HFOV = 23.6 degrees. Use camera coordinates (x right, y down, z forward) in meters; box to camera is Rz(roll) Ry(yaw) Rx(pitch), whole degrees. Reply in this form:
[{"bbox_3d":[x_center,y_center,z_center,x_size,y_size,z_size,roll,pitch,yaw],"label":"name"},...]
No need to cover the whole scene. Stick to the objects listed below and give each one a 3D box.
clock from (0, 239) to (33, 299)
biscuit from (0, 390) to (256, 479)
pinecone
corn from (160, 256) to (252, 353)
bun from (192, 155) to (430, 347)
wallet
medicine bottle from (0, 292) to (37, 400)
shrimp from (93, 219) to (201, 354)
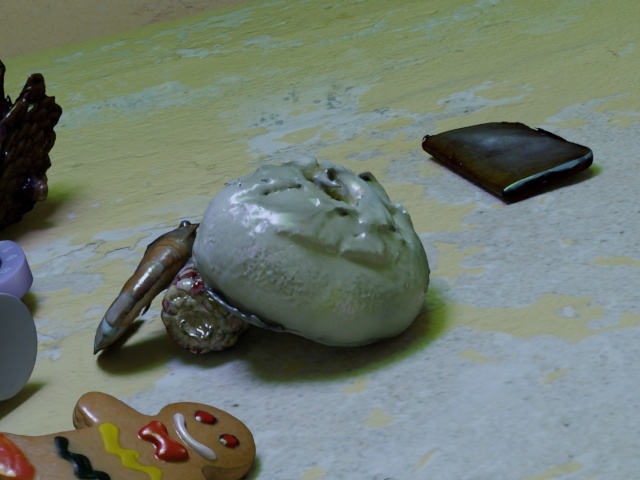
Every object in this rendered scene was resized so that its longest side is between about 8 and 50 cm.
[{"bbox_3d":[-0.410,0.059,1.766,0.198,0.064,0.172,1,24,34],"label":"clock"},{"bbox_3d":[-0.147,0.173,1.205,0.250,0.036,0.165,-11,42,-48],"label":"biscuit"},{"bbox_3d":[-0.491,-0.123,2.058,0.296,0.242,0.298,0,29,28],"label":"pinecone"},{"bbox_3d":[-0.092,0.036,1.600,0.092,0.092,0.280,-8,17,15],"label":"corn"},{"bbox_3d":[0.000,0.000,1.472,0.239,0.141,0.239,18,26,-9],"label":"bun"},{"bbox_3d":[0.231,-0.104,1.863,0.137,0.031,0.255,-17,20,-13],"label":"wallet"},{"bbox_3d":[-0.415,0.105,1.545,0.250,0.131,0.131,0,23,31],"label":"medicine bottle"},{"bbox_3d":[-0.179,0.043,1.609,0.143,0.052,0.251,-50,-2,23],"label":"shrimp"}]
